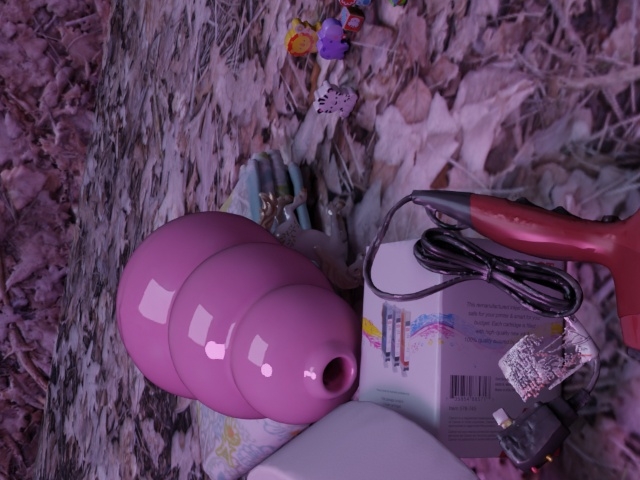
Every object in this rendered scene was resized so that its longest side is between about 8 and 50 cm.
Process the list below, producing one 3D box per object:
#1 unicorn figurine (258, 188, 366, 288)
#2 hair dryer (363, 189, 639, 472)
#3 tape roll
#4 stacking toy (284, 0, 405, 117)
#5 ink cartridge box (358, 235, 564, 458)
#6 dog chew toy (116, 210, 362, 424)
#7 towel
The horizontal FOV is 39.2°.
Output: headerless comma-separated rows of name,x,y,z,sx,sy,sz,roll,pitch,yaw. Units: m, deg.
unicorn figurine,0.000,0.000,1.060,0.060,0.162,0.111,95,-176,-58
hair dryer,0.180,0.002,0.613,0.293,0.080,0.223,-39,76,15
tape roll,0.062,0.271,0.718,0.286,0.100,0.286,41,150,31
stacking toy,0.028,-0.283,1.110,0.221,0.052,0.167,-62,34,35
ink cartridge box,0.118,0.088,0.766,0.127,0.128,0.176,-8,76,63
dog chew toy,-0.073,0.085,0.911,0.332,0.207,0.206,18,100,55
towel,-0.092,0.107,1.229,0.320,0.090,0.374,128,140,-51
